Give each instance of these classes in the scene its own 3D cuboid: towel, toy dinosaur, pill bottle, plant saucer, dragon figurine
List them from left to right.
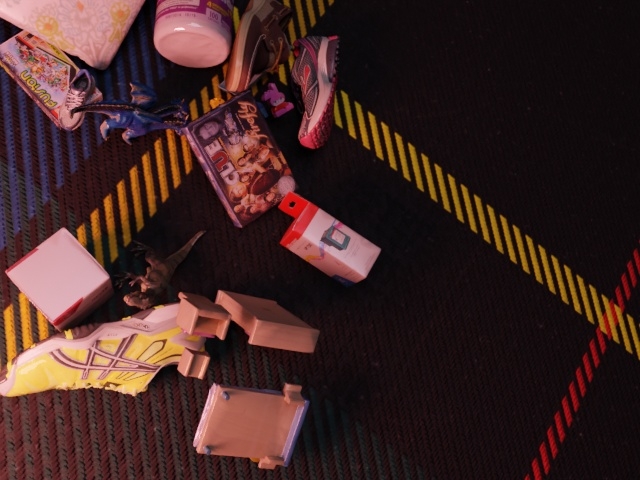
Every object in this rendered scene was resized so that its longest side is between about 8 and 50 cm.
[{"bbox_3d":[-0.524,-0.564,1.266,0.374,0.090,0.321,26,113,-31],"label":"towel"},{"bbox_3d":[-0.376,-0.264,1.308,0.144,0.289,0.085,-20,78,18],"label":"dragon figurine"},{"bbox_3d":[-0.339,0.055,1.291,0.118,0.064,0.268,9,37,14],"label":"toy dinosaur"},{"bbox_3d":[-0.274,-0.556,1.429,0.169,0.169,0.302,5,75,-15],"label":"pill bottle"},{"bbox_3d":[-0.149,-0.399,1.491,0.067,0.018,0.192,30,66,30],"label":"plant saucer"}]

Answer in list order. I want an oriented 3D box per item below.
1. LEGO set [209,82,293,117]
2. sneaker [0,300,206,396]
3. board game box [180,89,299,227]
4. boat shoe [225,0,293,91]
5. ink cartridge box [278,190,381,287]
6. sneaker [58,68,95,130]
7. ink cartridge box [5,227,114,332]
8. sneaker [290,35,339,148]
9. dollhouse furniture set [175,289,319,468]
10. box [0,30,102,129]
[{"bbox_3d":[-0.186,-0.282,1.418,0.227,0.087,0.093,-36,115,-21],"label":"LEGO set"},{"bbox_3d":[-0.396,0.229,1.205,0.384,0.145,0.147,-16,80,-18],"label":"sneaker"},{"bbox_3d":[-0.167,-0.172,1.372,0.165,0.042,0.243,-36,115,-20],"label":"board game box"},{"bbox_3d":[-0.123,-0.436,1.420,0.123,0.123,0.342,18,43,-9],"label":"boat shoe"},{"bbox_3d":[0.000,0.000,1.382,0.231,0.134,0.078,33,70,-5],"label":"ink cartridge box"},{"bbox_3d":[-0.503,-0.292,1.313,0.052,0.058,0.135,15,74,-12],"label":"sneaker"},{"bbox_3d":[-0.479,0.082,1.201,0.127,0.176,0.128,46,68,2],"label":"ink cartridge box"},{"bbox_3d":[-0.020,-0.341,1.482,0.111,0.121,0.299,4,62,4],"label":"sneaker"},{"bbox_3d":[-0.187,0.268,1.240,0.286,0.198,0.304,15,93,-32],"label":"dollhouse furniture set"},{"bbox_3d":[-0.575,-0.347,1.358,0.207,0.036,0.114,46,69,-1],"label":"box"}]
